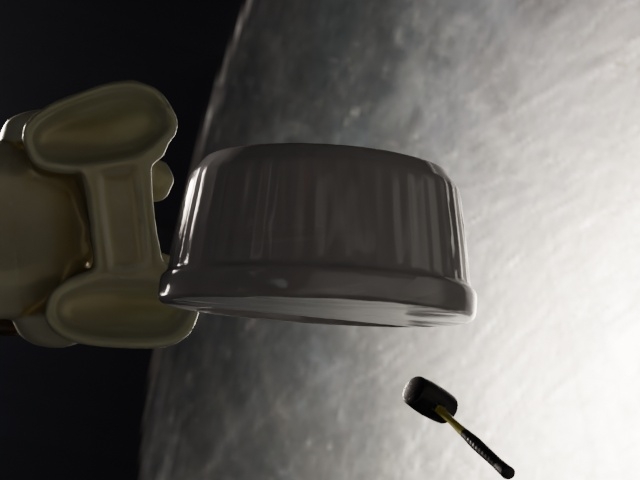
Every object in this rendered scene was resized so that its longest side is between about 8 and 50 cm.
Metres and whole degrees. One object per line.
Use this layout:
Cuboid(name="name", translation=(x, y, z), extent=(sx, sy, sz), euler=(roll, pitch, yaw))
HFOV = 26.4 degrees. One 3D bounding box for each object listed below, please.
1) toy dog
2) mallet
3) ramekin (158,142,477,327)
Cuboid(name="toy dog", translation=(-0.343, 0.011, 1.597), extent=(0.408, 0.395, 0.285), euler=(171, 83, -73))
Cuboid(name="mallet", translation=(0.162, 0.212, 1.495), extent=(0.039, 0.062, 0.189), euler=(-55, 40, 4))
Cuboid(name="ramekin", translation=(0.000, 0.000, 1.164), extent=(0.273, 0.272, 0.127), euler=(145, 129, -77))
